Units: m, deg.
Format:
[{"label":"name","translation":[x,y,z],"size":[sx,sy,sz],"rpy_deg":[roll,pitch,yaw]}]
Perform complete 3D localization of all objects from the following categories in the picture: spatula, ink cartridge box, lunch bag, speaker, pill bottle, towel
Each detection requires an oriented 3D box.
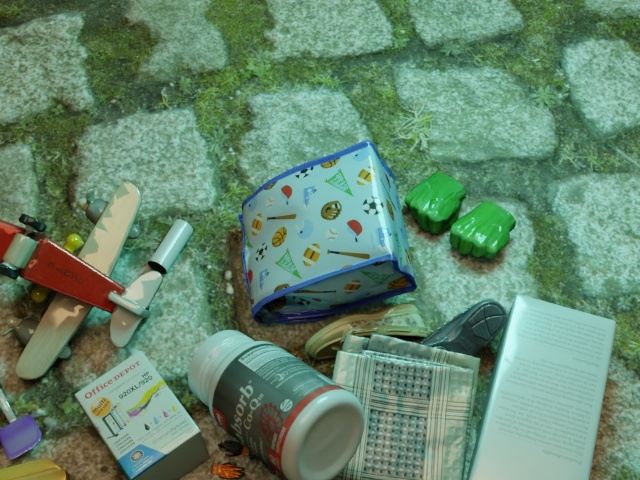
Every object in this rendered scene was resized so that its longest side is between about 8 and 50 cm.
[{"label":"spatula","translation":[-0.709,0.355,1.985],"size":[0.084,0.030,0.296],"rpy_deg":[-29,62,-18]},{"label":"ink cartridge box","translation":[-0.375,0.391,1.880],"size":[0.171,0.168,0.232],"rpy_deg":[-33,63,-18]},{"label":"lunch bag","translation":[0.000,0.000,2.084],"size":[0.386,0.239,0.327],"rpy_deg":[-19,58,15]},{"label":"speaker","translation":[-0.367,0.016,2.185],"size":[0.055,0.055,0.136],"rpy_deg":[21,61,13]},{"label":"pill bottle","translation":[-0.101,0.334,1.843],"size":[0.210,0.210,0.363],"rpy_deg":[-42,43,-23]},{"label":"towel","translation":[0.170,0.368,1.894],"size":[0.312,0.056,0.324],"rpy_deg":[10,71,3]}]

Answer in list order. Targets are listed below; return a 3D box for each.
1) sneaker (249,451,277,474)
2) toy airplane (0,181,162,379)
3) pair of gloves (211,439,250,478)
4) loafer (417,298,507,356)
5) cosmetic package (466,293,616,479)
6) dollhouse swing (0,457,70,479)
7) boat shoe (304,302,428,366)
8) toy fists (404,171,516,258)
[{"label":"sneaker","translation":[-0.081,0.472,1.904],"size":[0.158,0.061,0.064],"rpy_deg":[19,95,19]},{"label":"toy airplane","translation":[-0.559,0.086,2.049],"size":[0.386,0.272,0.384],"rpy_deg":[-18,97,-21]},{"label":"pair of gloves","translation":[-0.193,0.473,1.922],"size":[0.074,0.010,0.083],"rpy_deg":[10,57,6]},{"label":"loafer","translation":[0.289,0.243,2.019],"size":[0.303,0.095,0.109],"rpy_deg":[-39,97,-2]},{"label":"cosmetic package","translation":[0.468,0.365,1.901],"size":[0.230,0.161,0.453],"rpy_deg":[16,59,10]},{"label":"dollhouse swing","translation":[-0.688,0.565,1.715],"size":[0.305,0.315,0.346],"rpy_deg":[-22,58,10]},{"label":"boat shoe","translation":[0.106,0.221,2.026],"size":[0.285,0.104,0.089],"rpy_deg":[-17,59,-12]},{"label":"toy fists","translation":[0.337,-0.053,2.208],"size":[0.279,0.096,0.142],"rpy_deg":[35,54,21]}]
